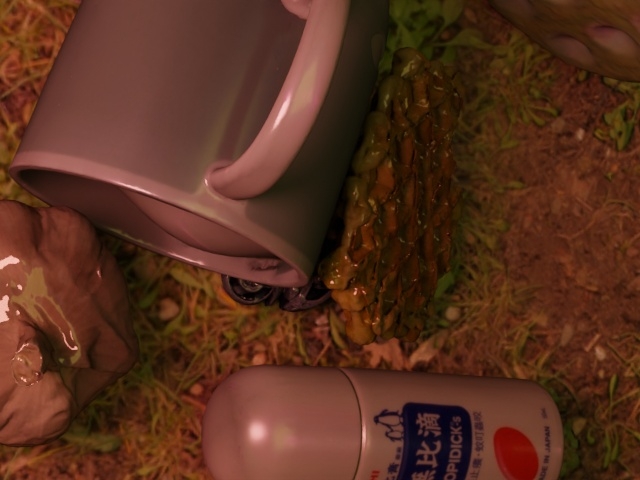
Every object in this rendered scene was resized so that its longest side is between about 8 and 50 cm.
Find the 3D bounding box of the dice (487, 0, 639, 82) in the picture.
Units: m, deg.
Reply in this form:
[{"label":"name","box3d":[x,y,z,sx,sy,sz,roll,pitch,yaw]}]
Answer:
[{"label":"dice","box3d":[0.308,-0.320,1.400,0.254,0.252,0.249,33,75,-21]}]

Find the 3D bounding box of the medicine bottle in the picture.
[{"label":"medicine bottle","box3d":[0.053,0.183,1.332,0.341,0.130,0.130,7,86,-27]}]

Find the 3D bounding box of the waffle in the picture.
[{"label":"waffle","box3d":[0.079,-0.034,1.322,0.291,0.051,0.291,10,90,-67]}]

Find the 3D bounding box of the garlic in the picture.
[{"label":"garlic","box3d":[-0.235,0.073,1.140,0.219,0.212,0.218,-3,97,-24]}]

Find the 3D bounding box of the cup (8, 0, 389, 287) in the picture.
[{"label":"cup","box3d":[-0.067,-0.136,1.149,0.259,0.357,0.274,23,77,-22]}]

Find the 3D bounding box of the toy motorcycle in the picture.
[{"label":"toy motorcycle","box3d":[0.000,0.000,1.344,0.124,0.061,0.193,42,75,-18]}]
